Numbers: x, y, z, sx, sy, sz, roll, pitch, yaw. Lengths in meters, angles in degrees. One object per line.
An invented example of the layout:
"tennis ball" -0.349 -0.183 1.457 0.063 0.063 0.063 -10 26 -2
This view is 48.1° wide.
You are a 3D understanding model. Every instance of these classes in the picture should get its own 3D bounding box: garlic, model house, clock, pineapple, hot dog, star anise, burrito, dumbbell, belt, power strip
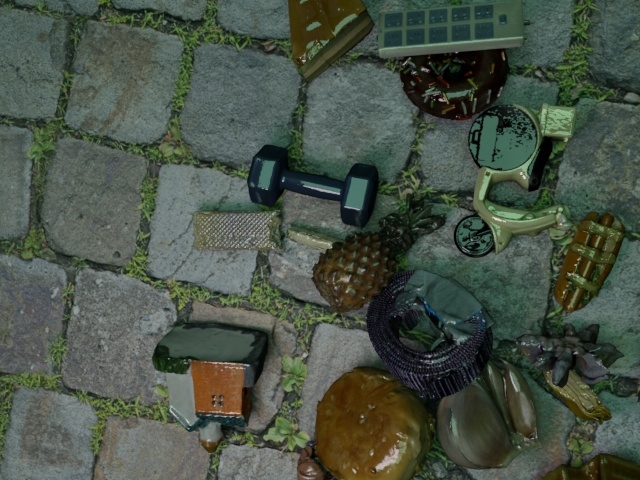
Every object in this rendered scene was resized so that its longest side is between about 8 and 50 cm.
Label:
"garlic" 0.385 0.406 1.677 0.238 0.210 0.291 -33 93 14
"model house" 0.633 0.605 1.642 0.268 0.173 0.239 17 93 7
"model house" -0.274 0.385 1.827 0.272 0.190 0.300 3 105 6
"clock" 0.471 -0.139 1.713 0.277 0.120 0.378 5 89 16
"pineapple" 0.149 0.027 1.722 0.361 0.175 0.175 -32 83 -16
"hot dog" 0.635 0.055 1.703 0.109 0.072 0.269 23 92 12
"star anise" 0.572 0.262 1.661 0.237 0.229 0.092 13 125 21
"burrito" 0.000 0.000 1.832 0.186 0.041 0.045 19 134 9
"dumbbell" -0.018 -0.138 1.783 0.317 0.156 0.143 13 62 10
"belt" 0.249 0.206 1.671 0.260 0.122 0.325 -37 43 -4
"power strip" 0.308 -0.493 1.674 0.368 0.043 0.106 -2 74 12

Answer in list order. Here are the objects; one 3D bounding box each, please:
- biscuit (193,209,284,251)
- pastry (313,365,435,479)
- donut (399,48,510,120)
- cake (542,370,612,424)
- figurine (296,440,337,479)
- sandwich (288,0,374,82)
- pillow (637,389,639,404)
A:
"biscuit" -0.211 -0.024 1.858 0.239 0.062 0.108 0 91 11
"pastry" 0.133 0.452 1.700 0.284 0.184 0.316 -55 41 -3
"donut" 0.320 -0.417 1.725 0.270 0.103 0.269 -4 74 13
"cake" 0.600 0.363 1.686 0.080 0.116 0.184 -33 88 5
"figurine" -0.016 0.569 1.779 0.114 0.157 0.126 -20 91 30
"sandwich" -0.017 -0.547 1.785 0.227 0.155 0.198 -40 81 8
"pillow" 0.884 0.277 1.621 0.310 0.138 0.283 4 90 7
